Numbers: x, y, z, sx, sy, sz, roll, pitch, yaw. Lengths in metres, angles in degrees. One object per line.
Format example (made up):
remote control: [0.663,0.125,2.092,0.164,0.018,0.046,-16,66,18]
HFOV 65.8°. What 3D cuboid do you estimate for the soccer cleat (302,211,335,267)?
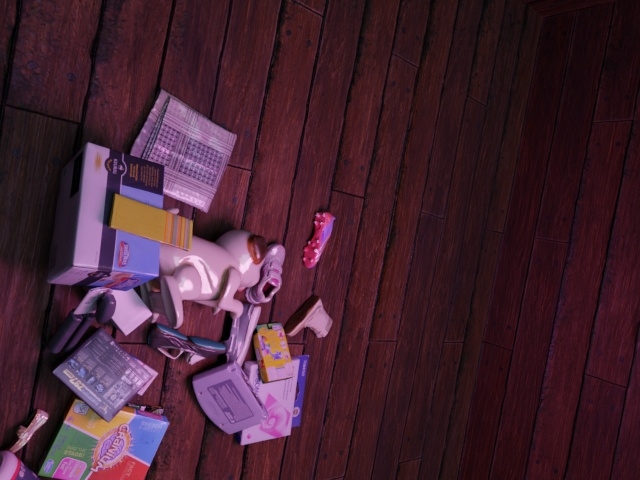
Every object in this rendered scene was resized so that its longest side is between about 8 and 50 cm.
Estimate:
soccer cleat: [0.000,0.000,2.060,0.095,0.083,0.247,21,81,-44]

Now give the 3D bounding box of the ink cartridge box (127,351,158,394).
ink cartridge box: [-0.617,0.442,1.640,0.122,0.052,0.088,49,66,-35]

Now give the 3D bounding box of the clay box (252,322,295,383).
clay box: [-0.189,0.440,1.944,0.128,0.053,0.221,2,62,-39]

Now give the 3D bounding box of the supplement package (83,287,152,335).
supplement package: [-0.635,0.189,1.549,0.105,0.105,0.179,-42,122,-27]

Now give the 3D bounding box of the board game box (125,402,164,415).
board game box: [-0.640,0.685,1.677,0.136,0.030,0.259,23,82,-37]

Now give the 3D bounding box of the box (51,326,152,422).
box: [-0.669,0.412,1.524,0.232,0.059,0.183,50,58,-14]

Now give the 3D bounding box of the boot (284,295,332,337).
boot: [-0.045,0.359,2.082,0.213,0.077,0.165,-46,125,-28]

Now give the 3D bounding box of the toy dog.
toy dog: [-0.379,0.083,1.670,0.408,0.285,0.394,-12,87,-39]

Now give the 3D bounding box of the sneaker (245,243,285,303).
sneaker: [-0.188,0.134,1.902,0.103,0.111,0.252,25,81,-39]

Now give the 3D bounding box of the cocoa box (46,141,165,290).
cocoa box: [-0.597,-0.052,1.395,0.228,0.232,0.346,13,66,-41]

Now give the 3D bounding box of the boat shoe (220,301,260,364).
boat shoe: [-0.321,0.385,1.868,0.099,0.116,0.319,20,92,3]

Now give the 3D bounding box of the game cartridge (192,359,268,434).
game cartridge: [-0.339,0.584,1.825,0.196,0.060,0.294,-23,116,2]

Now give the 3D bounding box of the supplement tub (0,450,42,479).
supplement tub: [-0.874,0.747,1.388,0.191,0.191,0.272,-40,120,-28]

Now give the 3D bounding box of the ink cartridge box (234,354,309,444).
ink cartridge box: [-0.178,0.643,2.024,0.330,0.072,0.323,4,94,-38]

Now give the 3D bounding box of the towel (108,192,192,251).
towel: [-0.457,-0.045,1.353,0.237,0.021,0.102,22,55,-42]

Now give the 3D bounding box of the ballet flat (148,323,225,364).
ballet flat: [-0.472,0.372,1.731,0.281,0.095,0.096,26,90,-29]

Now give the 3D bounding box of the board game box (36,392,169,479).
board game box: [-0.685,0.647,1.581,0.317,0.064,0.242,28,79,-30]

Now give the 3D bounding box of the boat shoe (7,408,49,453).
boat shoe: [-0.869,0.558,1.458,0.045,0.050,0.135,54,54,-28]

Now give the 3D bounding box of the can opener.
can opener: [-0.686,0.243,1.432,0.283,0.095,0.076,-48,154,20]

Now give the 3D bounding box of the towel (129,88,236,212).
towel: [-0.455,-0.291,1.651,0.324,0.056,0.311,27,80,-38]
